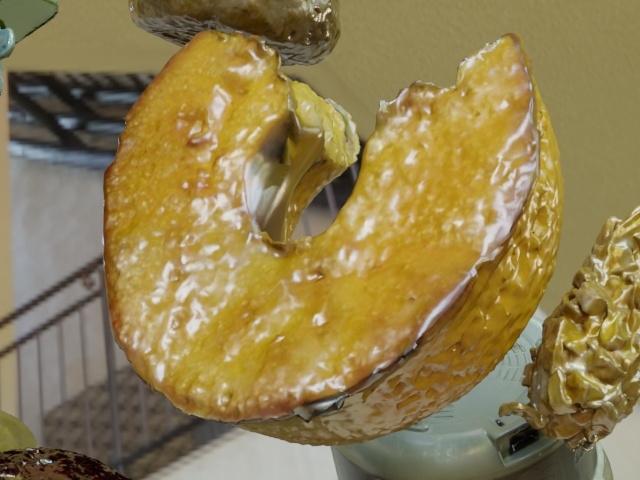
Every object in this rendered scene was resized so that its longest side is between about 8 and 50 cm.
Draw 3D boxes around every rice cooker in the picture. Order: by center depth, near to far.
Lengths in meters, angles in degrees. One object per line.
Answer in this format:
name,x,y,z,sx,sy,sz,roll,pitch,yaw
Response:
rice cooker,0.156,0.233,1.366,0.288,0.288,0.277,-13,-59,0

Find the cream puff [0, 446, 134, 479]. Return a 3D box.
cream puff,-0.207,0.257,0.891,0.165,0.239,0.239,0,-38,11

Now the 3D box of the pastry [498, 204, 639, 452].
pastry,0.249,0.083,1.156,0.102,0.250,0.154,30,-29,10

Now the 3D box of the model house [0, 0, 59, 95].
model house,-0.419,-0.083,1.309,0.358,0.312,0.242,-25,-21,27

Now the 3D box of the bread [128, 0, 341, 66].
bread,-0.088,-0.257,1.369,0.230,0.123,0.230,10,1,0

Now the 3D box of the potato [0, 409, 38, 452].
potato,-0.410,0.253,1.431,0.200,0.154,0.137,3,-1,2

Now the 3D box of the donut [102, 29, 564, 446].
donut,0.000,0.000,1.131,0.435,0.377,0.163,17,-18,40
